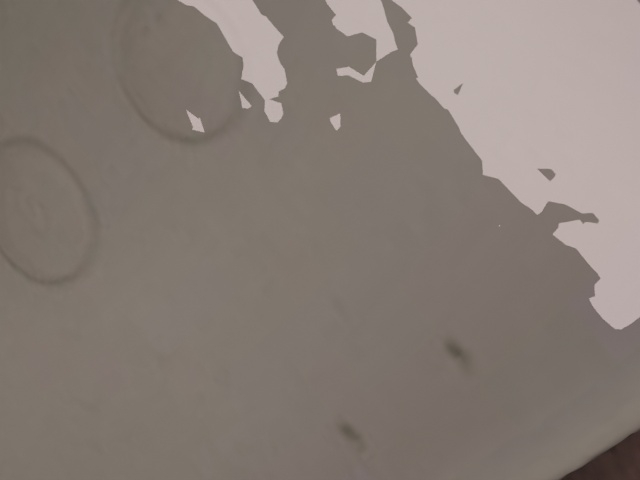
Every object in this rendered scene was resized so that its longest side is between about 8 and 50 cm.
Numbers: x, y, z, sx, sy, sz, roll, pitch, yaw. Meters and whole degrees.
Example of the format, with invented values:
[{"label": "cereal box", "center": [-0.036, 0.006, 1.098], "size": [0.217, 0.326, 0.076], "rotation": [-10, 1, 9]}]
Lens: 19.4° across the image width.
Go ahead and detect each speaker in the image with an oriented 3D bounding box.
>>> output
[{"label": "speaker", "center": [0.000, 0.000, 0.533], "size": [0.406, 0.183, 0.184], "rotation": [-41, 78, 40]}]
